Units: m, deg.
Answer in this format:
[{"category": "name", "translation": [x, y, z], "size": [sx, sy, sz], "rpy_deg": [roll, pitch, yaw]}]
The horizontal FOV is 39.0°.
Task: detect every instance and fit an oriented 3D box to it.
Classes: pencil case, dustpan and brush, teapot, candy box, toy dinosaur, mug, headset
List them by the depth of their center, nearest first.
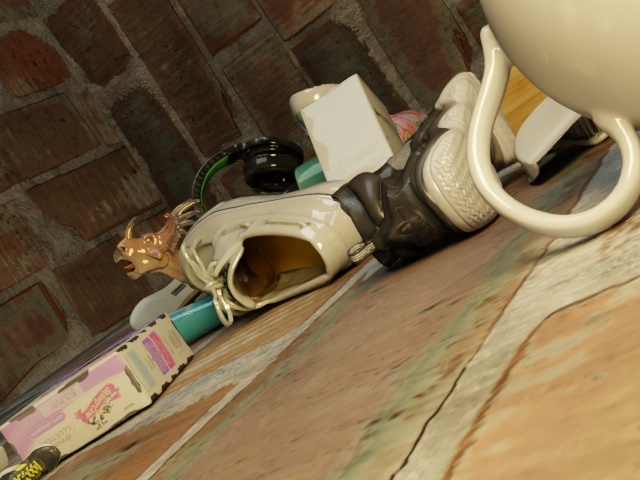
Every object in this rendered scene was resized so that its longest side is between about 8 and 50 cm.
[{"category": "teapot", "translation": [0.220, -0.141, 0.501], "size": [0.253, 0.187, 0.256], "rpy_deg": [-15, -29, -20]}, {"category": "dustpan and brush", "translation": [0.231, -0.107, 0.862], "size": [0.147, 0.060, 0.211], "rpy_deg": [-46, 11, -2]}, {"category": "candy box", "translation": [-0.253, 0.173, 1.055], "size": [0.165, 0.070, 0.196], "rpy_deg": [-32, 4, 9]}, {"category": "toy dinosaur", "translation": [-0.169, 0.007, 1.439], "size": [0.127, 0.200, 0.296], "rpy_deg": [-31, 4, 30]}, {"category": "pencil case", "translation": [0.119, -0.160, 1.530], "size": [0.124, 0.124, 0.284], "rpy_deg": [-31, -3, 22]}, {"category": "mug", "translation": [0.035, -0.081, 1.559], "size": [0.097, 0.157, 0.129], "rpy_deg": [-29, -19, 13]}, {"category": "headset", "translation": [-0.075, -0.093, 1.886], "size": [0.394, 0.243, 0.185], "rpy_deg": [-19, -19, -14]}]

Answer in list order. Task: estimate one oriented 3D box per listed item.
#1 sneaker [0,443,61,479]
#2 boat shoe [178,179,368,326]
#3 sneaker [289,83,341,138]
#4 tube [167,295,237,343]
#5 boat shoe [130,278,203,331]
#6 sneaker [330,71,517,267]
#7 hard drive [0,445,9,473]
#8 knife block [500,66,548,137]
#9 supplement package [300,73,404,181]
[{"category": "sneaker", "translation": [-0.308, 0.247, 0.952], "size": [0.083, 0.031, 0.035], "rpy_deg": [-36, 17, 11]}, {"category": "boat shoe", "translation": [-0.090, 0.036, 1.108], "size": [0.367, 0.135, 0.156], "rpy_deg": [-11, 25, 47]}, {"category": "sneaker", "translation": [0.055, -0.171, 1.662], "size": [0.135, 0.150, 0.366], "rpy_deg": [-18, -17, 18]}, {"category": "tube", "translation": [-0.129, 0.088, 1.284], "size": [0.207, 0.052, 0.080], "rpy_deg": [-27, 18, 10]}, {"category": "boat shoe", "translation": [-0.328, 0.143, 1.996], "size": [0.219, 0.078, 0.070], "rpy_deg": [-40, -27, -34]}, {"category": "sneaker", "translation": [0.096, -0.066, 0.860], "size": [0.153, 0.101, 0.268], "rpy_deg": [-30, 15, 28]}, {"category": "hard drive", "translation": [-0.528, 0.334, 1.085], "size": [0.203, 0.040, 0.307], "rpy_deg": [-20, 1, 3]}, {"category": "knife block", "translation": [0.297, -0.168, 0.935], "size": [0.088, 0.242, 0.275], "rpy_deg": [-35, -40, -39]}, {"category": "supplement package", "translation": [0.060, -0.130, 1.313], "size": [0.105, 0.179, 0.105], "rpy_deg": [-32, -36, 17]}]
